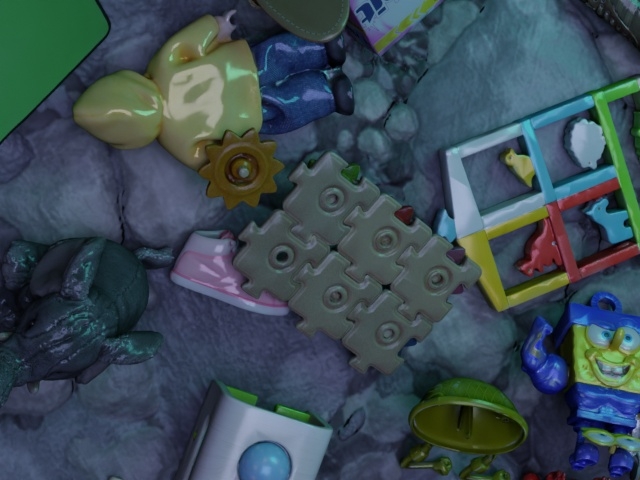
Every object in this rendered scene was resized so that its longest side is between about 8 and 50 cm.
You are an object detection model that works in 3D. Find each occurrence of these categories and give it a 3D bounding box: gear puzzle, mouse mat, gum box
[{"bbox_3d":[0.000,0.000,1.634,0.339,0.044,0.175,37,99,-28],"label":"gear puzzle"},{"bbox_3d":[-0.293,-0.196,1.528,0.190,0.007,0.153,-48,141,-19],"label":"mouse mat"},{"bbox_3d":[0.094,-0.296,1.619,0.188,0.062,0.107,-42,137,-5],"label":"gum box"}]

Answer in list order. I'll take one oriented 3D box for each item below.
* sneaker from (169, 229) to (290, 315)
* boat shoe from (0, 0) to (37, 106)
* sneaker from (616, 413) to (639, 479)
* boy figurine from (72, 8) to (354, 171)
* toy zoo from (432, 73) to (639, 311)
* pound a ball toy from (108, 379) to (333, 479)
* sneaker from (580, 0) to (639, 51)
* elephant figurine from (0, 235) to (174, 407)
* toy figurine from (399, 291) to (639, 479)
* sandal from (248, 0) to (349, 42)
[{"bbox_3d":[-0.086,0.031,1.651,0.134,0.051,0.070,20,98,-11],"label":"sneaker"},{"bbox_3d":[-0.325,-0.257,1.534,0.096,0.088,0.268,-5,99,-13],"label":"boat shoe"},{"bbox_3d":[0.350,0.236,1.799,0.036,0.032,0.083,-6,92,-2],"label":"sneaker"},{"bbox_3d":[-0.109,-0.141,1.602,0.285,0.092,0.177,-15,101,-10],"label":"boy figurine"},{"bbox_3d":[0.253,-0.046,1.733,0.293,0.030,0.192,-22,102,-9],"label":"toy zoo"},{"bbox_3d":[-0.138,0.309,1.636,0.208,0.136,0.319,20,92,-15],"label":"pound a ball toy"},{"bbox_3d":[0.322,-0.262,1.711,0.071,0.066,0.188,-26,98,8],"label":"sneaker"},{"bbox_3d":[-0.237,0.081,1.525,0.169,0.239,0.186,21,92,-15],"label":"elephant figurine"},{"bbox_3d":[0.278,0.157,1.738,0.362,0.191,0.217,11,62,-3],"label":"toy figurine"},{"bbox_3d":[-0.052,-0.278,1.591,0.088,0.079,0.240,-42,73,-8],"label":"sandal"}]
